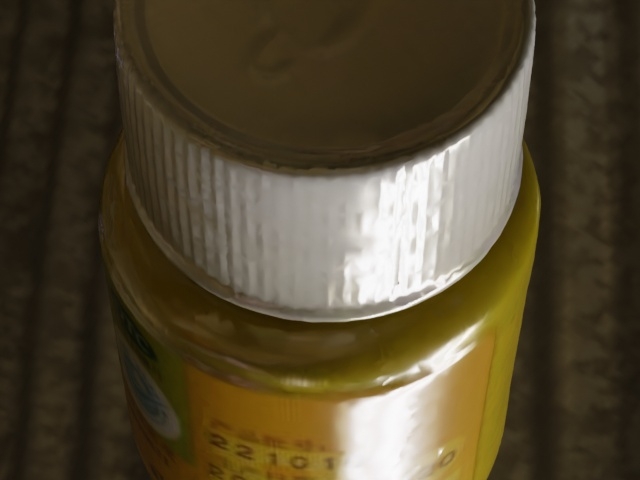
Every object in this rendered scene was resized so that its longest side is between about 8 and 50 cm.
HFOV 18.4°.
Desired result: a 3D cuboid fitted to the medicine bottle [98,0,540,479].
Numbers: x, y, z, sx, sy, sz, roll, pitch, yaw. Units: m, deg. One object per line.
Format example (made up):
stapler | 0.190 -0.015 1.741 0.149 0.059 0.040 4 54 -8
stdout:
medicine bottle | 0.000 0.000 1.015 0.224 0.384 0.224 0 -122 -1
